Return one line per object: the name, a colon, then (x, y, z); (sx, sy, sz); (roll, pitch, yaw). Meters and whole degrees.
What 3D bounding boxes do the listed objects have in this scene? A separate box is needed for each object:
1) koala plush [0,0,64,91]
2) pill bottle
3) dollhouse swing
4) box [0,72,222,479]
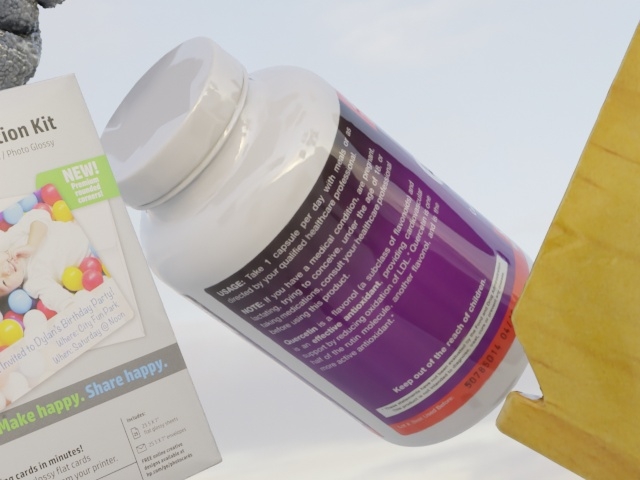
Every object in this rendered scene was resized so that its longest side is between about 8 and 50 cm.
koala plush: (-0.333, -0.279, 1.351); (0.221, 0.203, 0.196); (36, -86, -37)
pill bottle: (0.000, 0.000, 1.071); (0.181, 0.181, 0.323); (-25, -52, 40)
dollhouse swing: (0.353, 0.020, 0.981); (0.315, 0.347, 0.305); (27, 12, 26)
box: (-0.137, 0.035, 0.630); (0.145, 0.186, 0.038); (-20, -2, -37)
